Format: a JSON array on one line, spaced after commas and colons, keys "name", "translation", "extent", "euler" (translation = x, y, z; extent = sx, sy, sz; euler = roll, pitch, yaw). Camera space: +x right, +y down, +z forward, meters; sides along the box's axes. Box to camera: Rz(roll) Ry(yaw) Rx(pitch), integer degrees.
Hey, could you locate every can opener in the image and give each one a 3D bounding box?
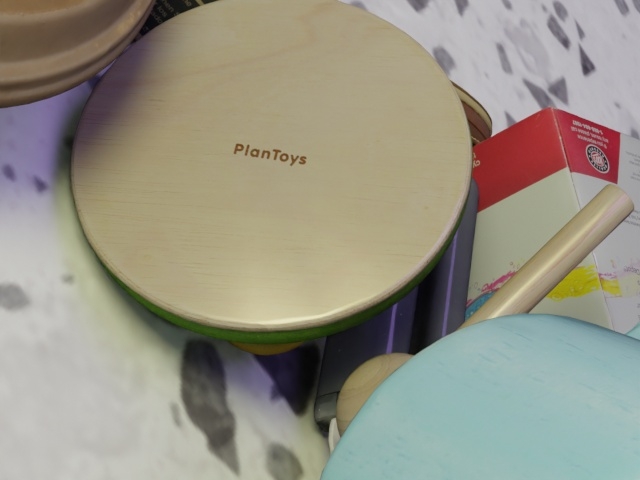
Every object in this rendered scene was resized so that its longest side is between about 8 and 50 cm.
[{"name": "can opener", "translation": [0.051, 0.074, 0.840], "extent": [0.076, 0.095, 0.283], "euler": [34, 54, -38]}]

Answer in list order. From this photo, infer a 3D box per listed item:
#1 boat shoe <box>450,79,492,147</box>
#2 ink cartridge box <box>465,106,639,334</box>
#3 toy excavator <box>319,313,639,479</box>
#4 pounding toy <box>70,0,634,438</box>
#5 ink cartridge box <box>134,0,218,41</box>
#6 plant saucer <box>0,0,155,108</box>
[{"name": "boat shoe", "translation": [0.023, -0.065, 0.949], "extent": [0.178, 0.064, 0.060], "euler": [18, 58, -37]}, {"name": "ink cartridge box", "translation": [0.136, 0.041, 0.956], "extent": [0.128, 0.127, 0.176], "euler": [15, 55, -47]}, {"name": "toy excavator", "translation": [0.040, 0.152, 0.607], "extent": [0.445, 0.222, 0.433], "euler": [39, 79, -32]}, {"name": "pounding toy", "translation": [0.000, 0.000, 0.815], "extent": [0.237, 0.110, 0.183], "euler": [36, 67, 20]}, {"name": "ink cartridge box", "translation": [-0.078, -0.236, 0.910], "extent": [0.193, 0.088, 0.234], "euler": [49, 37, -19]}, {"name": "plant saucer", "translation": [-0.165, -0.182, 0.677], "extent": [0.278, 0.041, 0.277], "euler": [23, 52, -33]}]
